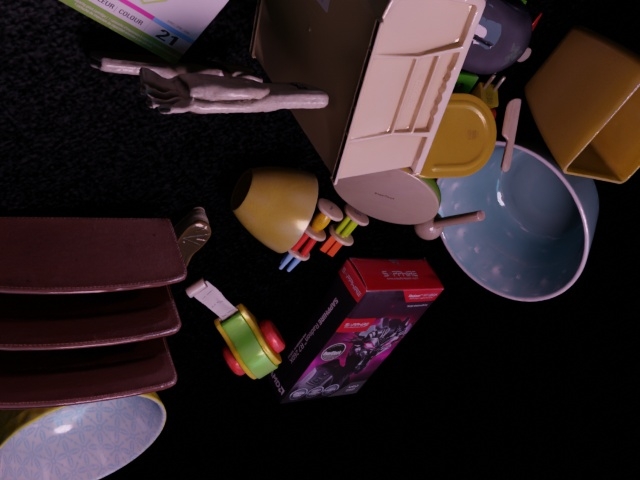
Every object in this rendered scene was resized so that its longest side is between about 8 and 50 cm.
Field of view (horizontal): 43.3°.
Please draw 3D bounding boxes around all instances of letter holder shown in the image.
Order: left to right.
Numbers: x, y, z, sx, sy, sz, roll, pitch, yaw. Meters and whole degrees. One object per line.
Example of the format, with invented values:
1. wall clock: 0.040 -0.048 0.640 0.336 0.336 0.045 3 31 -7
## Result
1. letter holder: -0.337 0.093 1.076 0.302 0.214 0.152 0 136 -30

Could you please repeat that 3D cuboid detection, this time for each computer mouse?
1. computer mouse: 0.185 -0.291 1.103 0.272 0.072 0.188 12 128 -28

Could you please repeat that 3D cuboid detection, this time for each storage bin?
1. storage bin: 0.037 -0.248 0.925 0.123 0.262 0.260 -12 143 -25

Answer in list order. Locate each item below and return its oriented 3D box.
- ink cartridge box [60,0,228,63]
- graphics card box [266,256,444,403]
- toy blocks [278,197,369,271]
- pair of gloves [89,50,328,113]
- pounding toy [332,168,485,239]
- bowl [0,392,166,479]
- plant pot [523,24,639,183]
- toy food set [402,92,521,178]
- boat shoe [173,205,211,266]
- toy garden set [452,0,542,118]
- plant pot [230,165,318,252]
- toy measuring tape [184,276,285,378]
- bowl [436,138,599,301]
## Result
1. ink cartridge box: -0.148 -0.332 0.806 0.255 0.097 0.189 -44 146 19
2. graphics card box: 0.067 0.191 1.700 0.233 0.094 0.371 2 135 -42
3. toy blocks: 0.000 0.000 1.420 0.123 0.054 0.148 9 129 -46
4. pair of gloves: -0.133 -0.175 0.915 0.204 0.240 0.042 -4 112 -36
5. pounding toy: 0.143 -0.108 1.335 0.237 0.110 0.183 28 155 -16
6. bowl: -0.419 0.279 1.341 0.289 0.156 0.289 -22 147 -15
7. plant pot: 0.481 -0.245 1.376 0.212 0.187 0.212 4 133 -42
8. toy food set: 0.196 -0.163 1.248 0.218 0.071 0.128 -2 100 -22
9. boat shoe: -0.228 0.010 1.253 0.056 0.048 0.153 25 122 -35
10. toy garden set: 0.237 -0.279 1.256 0.204 0.049 0.244 -1 136 -37
11. plant pot: -0.079 -0.060 1.222 0.095 0.134 0.134 24 121 -26
12. toy measuring tape: -0.145 0.177 1.480 0.121 0.121 0.330 -33 148 1
13. bowl: 0.380 -0.062 1.479 0.163 0.311 0.311 -33 154 -38
